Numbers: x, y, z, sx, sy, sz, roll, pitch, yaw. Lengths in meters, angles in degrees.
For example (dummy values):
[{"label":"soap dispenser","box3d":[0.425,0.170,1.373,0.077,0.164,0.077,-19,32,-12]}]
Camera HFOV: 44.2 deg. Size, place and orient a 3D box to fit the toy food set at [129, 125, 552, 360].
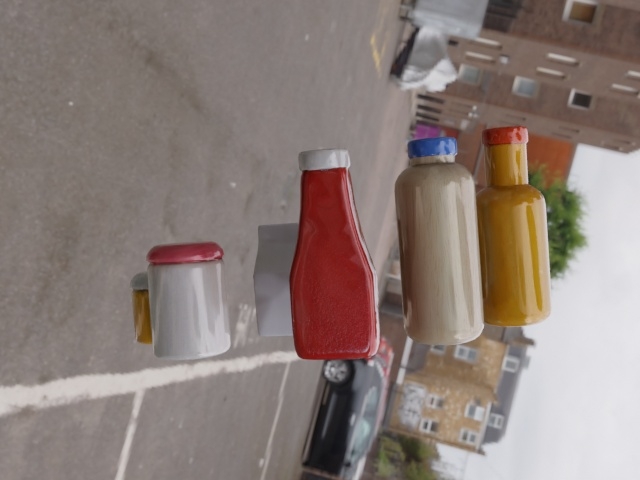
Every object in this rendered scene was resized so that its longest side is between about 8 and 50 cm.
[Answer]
[{"label":"toy food set","box3d":[0.000,0.000,0.411,0.111,0.232,0.105,-16,103,-77]}]
